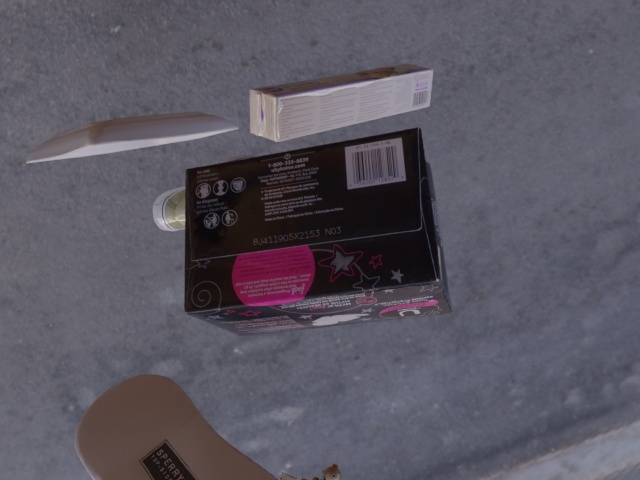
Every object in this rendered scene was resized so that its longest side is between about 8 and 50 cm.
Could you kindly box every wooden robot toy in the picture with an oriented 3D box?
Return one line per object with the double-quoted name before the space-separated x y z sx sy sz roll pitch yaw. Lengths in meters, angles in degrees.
"wooden robot toy" 0.009 0.473 1.275 0.173 0.079 0.076 19 160 4

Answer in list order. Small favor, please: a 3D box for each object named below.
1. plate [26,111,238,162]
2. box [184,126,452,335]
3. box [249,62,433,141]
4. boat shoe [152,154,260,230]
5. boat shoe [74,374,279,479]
"plate" -0.332 -0.183 1.136 0.277 0.278 0.045 -18 102 -43
"box" 0.000 0.000 0.682 0.247 0.163 0.142 -8 160 13
"box" 0.041 -0.212 0.973 0.324 0.063 0.067 -21 123 -37
"boat shoe" -0.182 -0.086 1.258 0.302 0.094 0.109 -36 124 -46
"boat shoe" -0.065 0.193 0.394 0.108 0.301 0.102 -35 122 -22
